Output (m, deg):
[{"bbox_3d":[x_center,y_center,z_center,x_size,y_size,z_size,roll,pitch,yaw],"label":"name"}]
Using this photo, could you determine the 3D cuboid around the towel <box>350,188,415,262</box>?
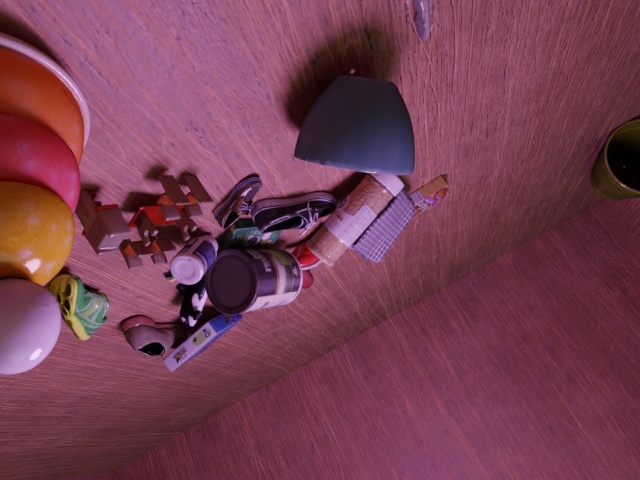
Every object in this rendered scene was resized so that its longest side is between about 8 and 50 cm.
[{"bbox_3d":[0.207,-0.065,1.641,0.284,0.121,0.235,-54,153,3],"label":"towel"}]

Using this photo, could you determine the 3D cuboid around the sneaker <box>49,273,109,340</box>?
[{"bbox_3d":[-0.680,0.173,1.326,0.123,0.109,0.296,-40,162,-35],"label":"sneaker"}]

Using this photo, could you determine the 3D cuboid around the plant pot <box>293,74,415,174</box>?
[{"bbox_3d":[0.091,-0.277,1.093,0.290,0.290,0.196,-6,110,-39],"label":"plant pot"}]

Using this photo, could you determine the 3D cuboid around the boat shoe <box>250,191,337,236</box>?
[{"bbox_3d":[-0.063,-0.077,1.447,0.306,0.105,0.113,-6,147,-39],"label":"boat shoe"}]

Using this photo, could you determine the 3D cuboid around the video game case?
[{"bbox_3d":[-0.454,0.384,1.826,0.244,0.061,0.269,-40,175,11],"label":"video game case"}]

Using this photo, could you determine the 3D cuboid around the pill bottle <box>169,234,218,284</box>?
[{"bbox_3d":[-0.352,0.047,1.323,0.094,0.094,0.169,-39,-167,21],"label":"pill bottle"}]

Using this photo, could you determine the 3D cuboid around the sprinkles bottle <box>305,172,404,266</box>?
[{"bbox_3d":[0.109,-0.083,1.489,0.355,0.121,0.121,-49,152,5],"label":"sprinkles bottle"}]

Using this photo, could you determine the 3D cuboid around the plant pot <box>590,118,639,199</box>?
[{"bbox_3d":[1.536,-0.358,2.305,0.366,0.367,0.353,-30,166,3],"label":"plant pot"}]

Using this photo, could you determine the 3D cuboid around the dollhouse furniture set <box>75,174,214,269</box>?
[{"bbox_3d":[-0.436,-0.057,1.132,0.262,0.135,0.259,-45,162,31],"label":"dollhouse furniture set"}]

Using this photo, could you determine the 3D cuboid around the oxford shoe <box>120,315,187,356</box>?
[{"bbox_3d":[-0.603,0.383,1.728,0.123,0.130,0.348,-33,155,7],"label":"oxford shoe"}]

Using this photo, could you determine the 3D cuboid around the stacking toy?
[{"bbox_3d":[-0.481,-0.036,0.669,0.350,0.480,0.351,-23,154,-12],"label":"stacking toy"}]

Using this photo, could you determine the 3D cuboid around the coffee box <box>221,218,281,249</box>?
[{"bbox_3d":[-0.210,-0.025,1.471,0.184,0.041,0.113,-8,150,-37],"label":"coffee box"}]

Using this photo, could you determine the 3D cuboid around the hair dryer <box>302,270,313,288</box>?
[{"bbox_3d":[-0.134,0.182,1.886,0.223,0.080,0.294,-9,148,-34],"label":"hair dryer"}]

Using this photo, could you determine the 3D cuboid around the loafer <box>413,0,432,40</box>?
[{"bbox_3d":[0.235,-0.503,1.033,0.039,0.045,0.125,-35,152,-1],"label":"loafer"}]

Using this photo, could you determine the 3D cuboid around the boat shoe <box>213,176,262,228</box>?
[{"bbox_3d":[-0.221,-0.100,1.292,0.183,0.066,0.066,-41,152,25],"label":"boat shoe"}]

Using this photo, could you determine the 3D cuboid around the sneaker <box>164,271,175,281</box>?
[{"bbox_3d":[-0.456,0.105,1.476,0.083,0.031,0.035,-29,154,1],"label":"sneaker"}]

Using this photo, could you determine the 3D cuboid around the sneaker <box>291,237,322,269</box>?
[{"bbox_3d":[0.000,0.000,1.681,0.279,0.107,0.118,-33,151,-15],"label":"sneaker"}]

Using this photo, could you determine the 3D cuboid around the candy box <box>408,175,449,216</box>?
[{"bbox_3d":[0.410,-0.165,1.822,0.186,0.053,0.109,-31,155,8],"label":"candy box"}]

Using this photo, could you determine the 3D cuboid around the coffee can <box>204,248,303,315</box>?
[{"bbox_3d":[-0.211,0.127,1.517,0.201,0.202,0.275,-39,163,21],"label":"coffee can"}]

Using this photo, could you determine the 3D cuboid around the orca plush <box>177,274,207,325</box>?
[{"bbox_3d":[-0.434,0.179,1.561,0.102,0.151,0.287,20,138,-17],"label":"orca plush"}]
